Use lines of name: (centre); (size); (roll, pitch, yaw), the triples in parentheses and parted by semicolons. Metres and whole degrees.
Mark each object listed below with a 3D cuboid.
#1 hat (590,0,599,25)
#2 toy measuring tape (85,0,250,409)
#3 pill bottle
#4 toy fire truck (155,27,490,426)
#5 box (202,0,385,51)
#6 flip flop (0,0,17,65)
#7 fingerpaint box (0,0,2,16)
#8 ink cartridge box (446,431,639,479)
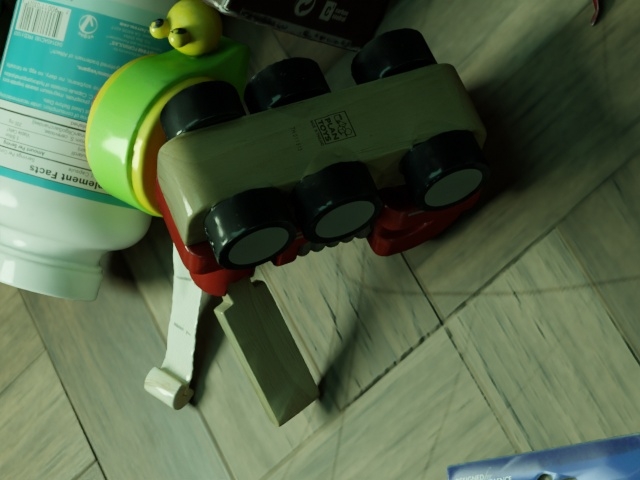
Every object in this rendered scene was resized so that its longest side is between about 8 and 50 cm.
hat: (0.119, -0.285, 1.285); (0.173, 0.208, 0.183); (-53, 36, 46)
toy measuring tape: (-0.124, -0.019, 1.436); (0.121, 0.121, 0.330); (28, 117, 37)
pill bottle: (-0.188, -0.090, 1.529); (0.146, 0.146, 0.264); (18, 95, 38)
toy fire truck: (0.000, 0.000, 1.371); (0.246, 0.217, 0.158); (103, 146, -60)
box: (-0.052, -0.262, 1.433); (0.203, 0.168, 0.167); (32, 104, 37)
flip flop: (-0.260, -0.197, 1.641); (0.112, 0.080, 0.277); (31, 103, 37)
fingerpaint box: (-0.459, -0.258, 1.693); (0.445, 0.163, 0.371); (-10, 72, 46)
ink cartridge box: (0.149, 0.298, 1.264); (0.165, 0.065, 0.332); (-17, 73, 36)
